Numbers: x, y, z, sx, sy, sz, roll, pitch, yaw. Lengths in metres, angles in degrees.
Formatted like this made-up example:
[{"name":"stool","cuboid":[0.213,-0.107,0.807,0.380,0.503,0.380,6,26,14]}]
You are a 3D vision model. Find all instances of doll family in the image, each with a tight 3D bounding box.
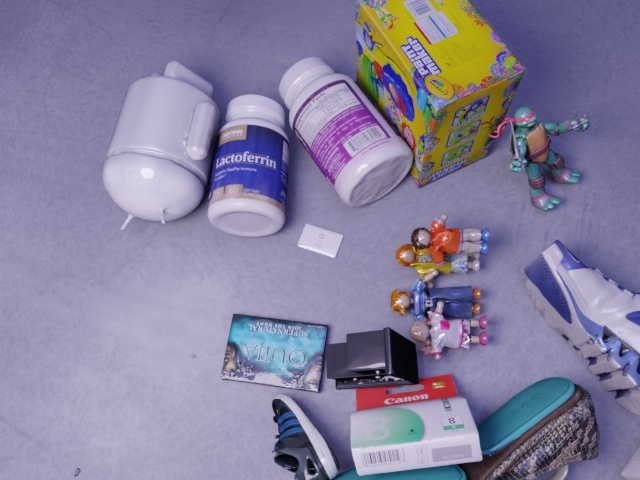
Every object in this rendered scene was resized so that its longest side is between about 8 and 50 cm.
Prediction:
[{"name":"doll family","cuboid":[0.214,0.085,0.973,0.163,0.118,0.262,2,86,-1]}]

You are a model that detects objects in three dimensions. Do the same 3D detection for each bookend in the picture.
[{"name":"bookend","cuboid":[0.069,0.203,0.875,0.156,0.157,0.072,-10,66,22]}]

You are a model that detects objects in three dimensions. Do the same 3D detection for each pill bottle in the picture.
[{"name":"pill bottle","cuboid":[0.040,-0.231,1.069,0.169,0.169,0.301,-30,68,-7]},{"name":"pill bottle","cuboid":[-0.141,-0.153,1.061,0.153,0.153,0.264,0,68,5]}]

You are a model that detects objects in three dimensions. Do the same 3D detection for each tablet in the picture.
[{"name":"tablet","cuboid":[0.000,0.000,1.066,0.083,0.006,0.054,18,71,11]}]

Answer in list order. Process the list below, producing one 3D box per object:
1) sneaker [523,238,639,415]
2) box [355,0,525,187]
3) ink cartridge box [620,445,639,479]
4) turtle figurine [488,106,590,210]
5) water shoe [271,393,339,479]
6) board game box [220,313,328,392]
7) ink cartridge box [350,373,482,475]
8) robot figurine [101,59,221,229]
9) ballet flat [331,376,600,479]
[{"name":"sneaker","cuboid":[0.523,0.124,0.919,0.182,0.127,0.315,-30,76,-11]},{"name":"box","cuboid":[0.212,-0.313,1.027,0.177,0.279,0.290,-26,68,-6]},{"name":"ink cartridge box","cuboid":[0.671,0.246,0.745,0.166,0.285,0.395,40,76,17]},{"name":"turtle figurine","cuboid":[0.419,-0.177,0.987,0.175,0.234,0.118,-36,36,2]},{"name":"water shoe","cuboid":[-0.050,0.325,0.853,0.080,0.073,0.203,-29,26,-20]},{"name":"board game box","cuboid":[-0.085,0.211,0.978,0.186,0.026,0.126,5,68,7]},{"name":"ink cartridge box","cuboid":[0.140,0.269,0.831,0.181,0.224,0.056,-10,108,6]},{"name":"robot figurine","cuboid":[-0.320,-0.189,1.064,0.300,0.200,0.353,-13,61,44]},{"name":"ballet flat","cuboid":[0.235,0.383,0.805,0.483,0.164,0.182,-20,91,-12]}]
